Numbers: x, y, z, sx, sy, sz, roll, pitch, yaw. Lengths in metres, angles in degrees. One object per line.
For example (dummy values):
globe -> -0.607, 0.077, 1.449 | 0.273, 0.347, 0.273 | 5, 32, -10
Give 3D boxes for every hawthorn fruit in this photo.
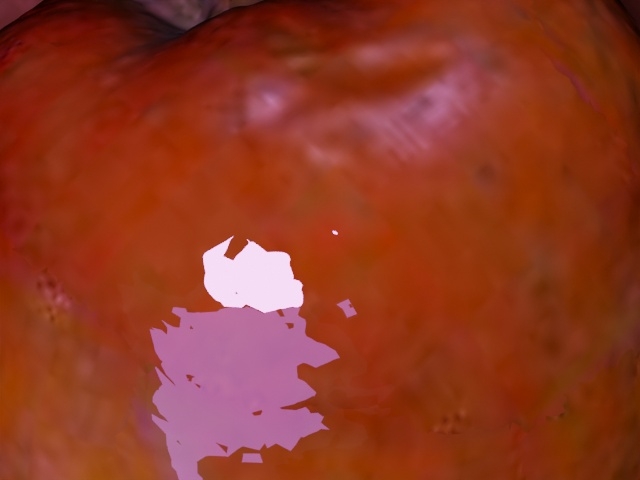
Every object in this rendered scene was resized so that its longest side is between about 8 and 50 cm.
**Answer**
hawthorn fruit -> 0.000, 0.000, 0.456 | 0.267, 0.268, 0.301 | 8, 126, 19
